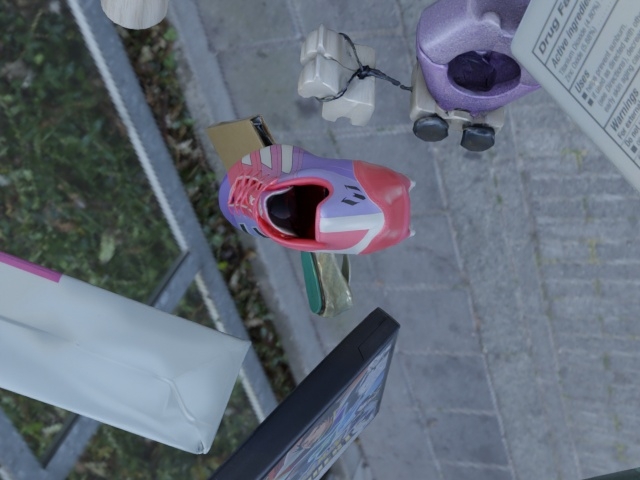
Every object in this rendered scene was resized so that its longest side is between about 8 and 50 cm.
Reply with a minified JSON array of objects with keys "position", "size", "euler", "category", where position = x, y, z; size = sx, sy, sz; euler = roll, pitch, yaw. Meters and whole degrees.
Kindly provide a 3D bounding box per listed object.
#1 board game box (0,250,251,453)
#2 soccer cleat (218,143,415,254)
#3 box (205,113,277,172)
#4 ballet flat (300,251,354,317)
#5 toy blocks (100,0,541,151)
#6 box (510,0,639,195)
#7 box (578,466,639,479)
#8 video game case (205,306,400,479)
[{"position":[-0.192,0.090,0.799],"size":[0.224,0.098,0.303],"euler":[22,171,-7],"category":"board game box"},{"position":[-0.028,-0.032,0.733],"size":[0.248,0.095,0.083],"euler":[12,105,53],"category":"soccer cleat"},{"position":[-0.085,-0.092,1.266],"size":[0.164,0.021,0.201],"euler":[62,162,-14],"category":"box"},{"position":[0.000,0.000,1.009],"size":[0.057,0.052,0.168],"euler":[165,94,-67],"category":"ballet flat"},{"position":[0.020,-0.266,0.509],"size":[0.288,0.309,0.260],"euler":[10,153,-10],"category":"toy blocks"},{"position":[0.223,-0.037,0.343],"size":[0.311,0.121,0.148],"euler":[59,147,31],"category":"box"},{"position":[0.119,0.234,0.443],"size":[0.321,0.058,0.232],"euler":[-15,102,4],"category":"box"},{"position":[-0.032,0.214,0.887],"size":[0.035,0.275,0.248],"euler":[39,157,18],"category":"video game case"}]
